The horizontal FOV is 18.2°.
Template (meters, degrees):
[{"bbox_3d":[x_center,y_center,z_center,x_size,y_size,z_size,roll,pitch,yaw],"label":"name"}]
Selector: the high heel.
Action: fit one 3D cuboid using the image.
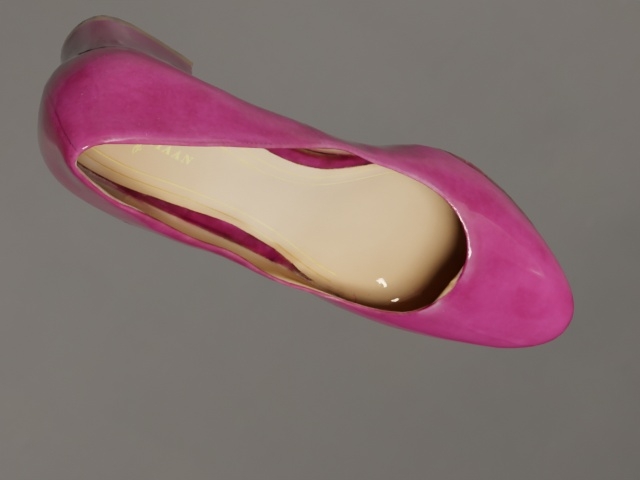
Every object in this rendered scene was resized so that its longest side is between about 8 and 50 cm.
[{"bbox_3d":[0.000,0.000,1.190,0.377,0.127,0.181,24,-158,-15],"label":"high heel"}]
